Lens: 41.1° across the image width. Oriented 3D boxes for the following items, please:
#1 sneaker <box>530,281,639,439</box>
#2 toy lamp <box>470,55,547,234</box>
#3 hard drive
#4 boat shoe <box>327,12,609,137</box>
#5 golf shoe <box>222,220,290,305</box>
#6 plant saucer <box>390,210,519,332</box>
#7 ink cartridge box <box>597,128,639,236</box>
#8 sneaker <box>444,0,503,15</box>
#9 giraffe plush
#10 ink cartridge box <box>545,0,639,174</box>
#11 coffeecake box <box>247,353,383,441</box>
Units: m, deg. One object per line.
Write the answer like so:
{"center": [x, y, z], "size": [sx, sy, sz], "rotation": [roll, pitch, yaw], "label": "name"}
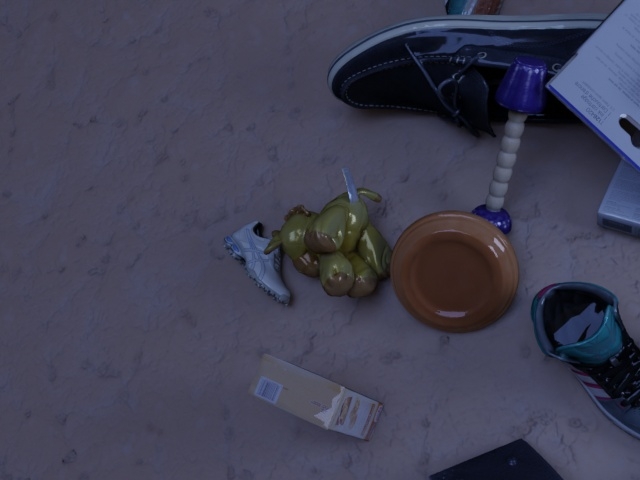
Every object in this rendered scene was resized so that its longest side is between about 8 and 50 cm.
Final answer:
{"center": [0.400, 0.161, 1.176], "size": [0.124, 0.178, 0.295], "rotation": [-46, 62, 3], "label": "sneaker"}
{"center": [0.284, -0.141, 1.293], "size": [0.080, 0.080, 0.274], "rotation": [26, 124, 28], "label": "toy lamp"}
{"center": [0.269, 0.386, 1.145], "size": [0.172, 0.054, 0.254], "rotation": [-19, 31, -11], "label": "hard drive"}
{"center": [0.246, -0.256, 1.382], "size": [0.501, 0.187, 0.155], "rotation": [0, 67, 18], "label": "boat shoe"}
{"center": [-0.095, 0.034, 1.494], "size": [0.086, 0.069, 0.176], "rotation": [-41, 63, -1], "label": "golf shoe"}
{"center": [0.203, 0.053, 1.314], "size": [0.200, 0.037, 0.199], "rotation": [5, 109, 15], "label": "plant saucer"}
{"center": [0.519, -0.082, 1.297], "size": [0.145, 0.045, 0.179], "rotation": [19, 63, 28], "label": "ink cartridge box"}
{"center": [0.258, -0.462, 1.492], "size": [0.121, 0.108, 0.302], "rotation": [14, 71, 27], "label": "sneaker"}
{"center": [0.000, 0.000, 1.423], "size": [0.171, 0.181, 0.210], "rotation": [-15, 77, 41], "label": "giraffe plush"}
{"center": [0.525, -0.222, 1.235], "size": [0.303, 0.072, 0.307], "rotation": [44, 87, 2], "label": "ink cartridge box"}
{"center": [-0.003, 0.244, 1.314], "size": [0.142, 0.185, 0.068], "rotation": [18, 80, 27], "label": "coffeecake box"}
